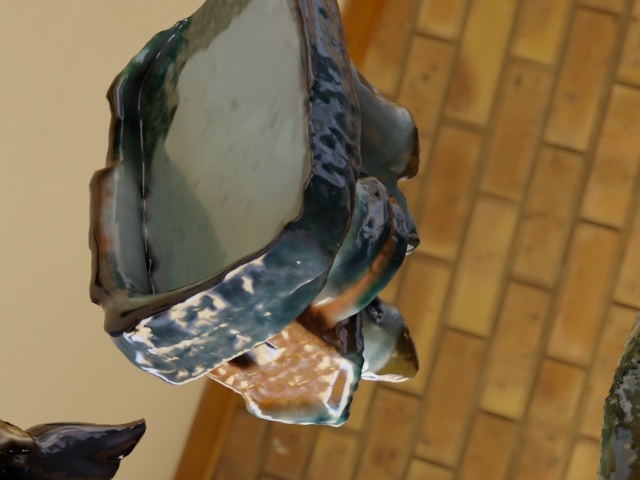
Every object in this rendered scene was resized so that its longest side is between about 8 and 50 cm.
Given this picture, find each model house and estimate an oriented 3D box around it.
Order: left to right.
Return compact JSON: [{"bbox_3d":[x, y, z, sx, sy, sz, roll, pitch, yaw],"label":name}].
[{"bbox_3d":[0.000,0.000,1.274,0.291,0.184,0.253,43,-152,-40],"label":"model house"}]

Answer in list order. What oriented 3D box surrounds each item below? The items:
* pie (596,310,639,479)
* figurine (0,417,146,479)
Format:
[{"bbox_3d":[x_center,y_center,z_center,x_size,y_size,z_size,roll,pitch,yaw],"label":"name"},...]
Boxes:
[{"bbox_3d":[0.285,0.165,1.156,0.323,0.323,0.070,-62,10,-30],"label":"pie"},{"bbox_3d":[-0.168,0.096,0.573,0.175,0.197,0.265,21,-132,-70],"label":"figurine"}]
